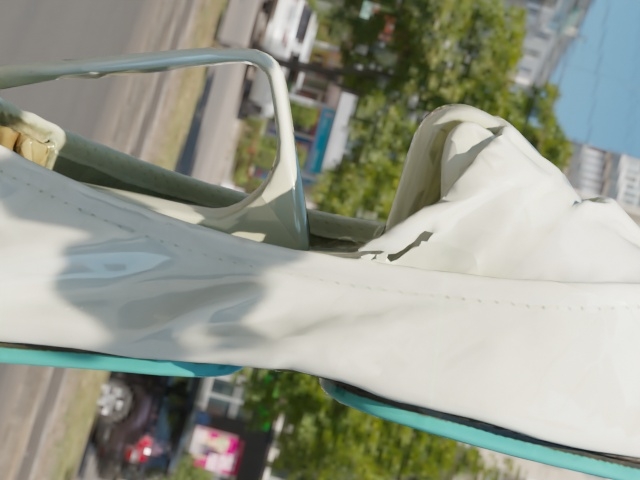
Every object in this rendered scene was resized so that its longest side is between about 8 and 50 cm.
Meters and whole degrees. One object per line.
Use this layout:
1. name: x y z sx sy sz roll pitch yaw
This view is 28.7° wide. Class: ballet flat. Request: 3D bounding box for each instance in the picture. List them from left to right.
1. ballet flat: 0.000 0.000 0.462 0.139 0.400 0.139 -170 -90 -90
